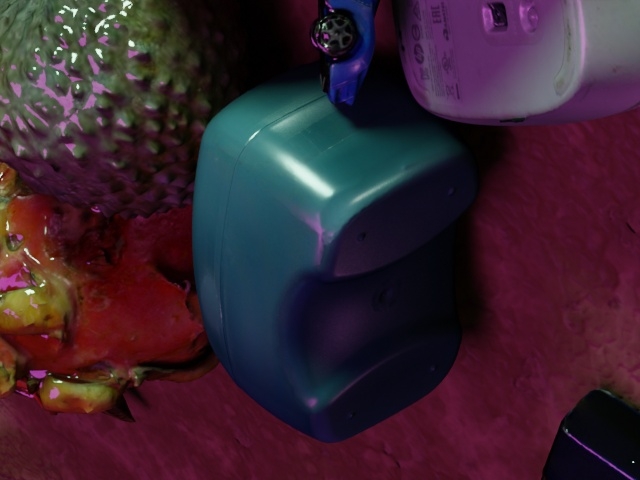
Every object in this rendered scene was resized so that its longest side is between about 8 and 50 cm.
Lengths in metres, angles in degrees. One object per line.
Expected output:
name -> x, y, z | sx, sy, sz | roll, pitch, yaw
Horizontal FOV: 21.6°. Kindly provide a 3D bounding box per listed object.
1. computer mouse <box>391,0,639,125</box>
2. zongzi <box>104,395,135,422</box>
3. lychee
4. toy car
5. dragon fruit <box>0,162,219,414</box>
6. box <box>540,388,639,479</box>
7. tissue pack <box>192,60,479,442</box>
computer mouse -> 0.147, -0.160, 1.152 | 0.288, 0.097, 0.159 | 11, 114, 66
zongzi -> -0.305, 0.139, 1.880 | 0.184, 0.084, 0.187 | 53, 150, -17
lychee -> -0.172, -0.152, 1.389 | 0.274, 0.255, 0.255 | 38, 149, -27
toy car -> 0.021, -0.206, 1.216 | 0.103, 0.063, 0.216 | -112, 18, -82
dragon fruit -> -0.240, 0.048, 1.582 | 0.296, 0.263, 0.314 | 20, 132, 34
box -> 0.252, 0.260, 1.403 | 0.168, 0.071, 0.259 | 34, 140, 23
tissue pack -> 0.000, 0.000, 1.351 | 0.206, 0.198, 0.287 | 38, 144, 36
